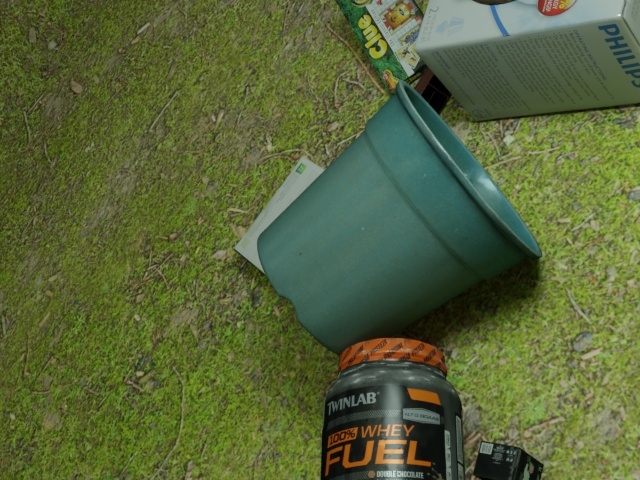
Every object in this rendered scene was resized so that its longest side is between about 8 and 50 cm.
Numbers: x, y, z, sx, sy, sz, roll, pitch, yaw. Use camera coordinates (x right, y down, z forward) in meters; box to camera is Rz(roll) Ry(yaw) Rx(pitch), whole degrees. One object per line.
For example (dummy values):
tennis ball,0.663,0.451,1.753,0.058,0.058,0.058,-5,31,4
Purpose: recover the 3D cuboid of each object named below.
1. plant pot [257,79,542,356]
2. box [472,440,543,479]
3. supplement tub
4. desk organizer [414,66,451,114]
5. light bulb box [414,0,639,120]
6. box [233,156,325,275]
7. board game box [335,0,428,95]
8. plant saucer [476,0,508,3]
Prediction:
plant pot,0.104,-0.010,1.459,0.334,0.341,0.341,-39,45,14
box,0.261,0.317,1.305,0.062,0.083,0.052,1,64,41
supplement tub,0.103,0.324,1.344,0.207,0.207,0.337,-19,53,30
desk organizer,0.202,-0.264,1.754,0.050,0.047,0.130,27,82,44
light bulb box,0.399,-0.417,1.559,0.361,0.225,0.357,-1,63,40
box,0.000,0.000,1.747,0.232,0.058,0.322,-53,42,-1
board game box,0.136,-0.427,1.864,0.136,0.030,0.259,-37,65,21
plant saucer,0.300,-0.465,1.483,0.199,0.036,0.198,-20,54,30
